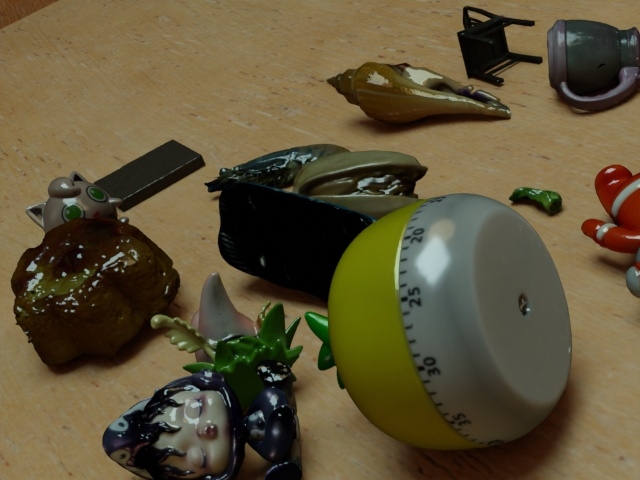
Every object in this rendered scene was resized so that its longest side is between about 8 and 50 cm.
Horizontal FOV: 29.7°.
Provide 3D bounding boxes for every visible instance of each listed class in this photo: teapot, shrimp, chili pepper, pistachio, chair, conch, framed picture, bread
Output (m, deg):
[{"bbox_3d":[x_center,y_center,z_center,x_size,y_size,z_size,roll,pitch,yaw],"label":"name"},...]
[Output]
[{"bbox_3d":[0.417,-0.274,1.824,0.146,0.116,0.148,-2,28,12],"label":"teapot"},{"bbox_3d":[-0.075,-0.081,1.881,0.262,0.051,0.198,-9,31,15],"label":"shrimp"},{"bbox_3d":[0.292,-0.058,1.620,0.034,0.030,0.091,-56,35,-8],"label":"chili pepper"},{"bbox_3d":[0.054,-0.061,1.702,0.206,0.129,0.131,-7,-13,16],"label":"pistachio"},{"bbox_3d":[0.270,-0.338,2.060,0.101,0.084,0.212,-28,29,-20],"label":"chair"},{"bbox_3d":[0.154,-0.226,1.955,0.330,0.093,0.109,19,27,23],"label":"conch"},{"bbox_3d":[-0.301,-0.116,2.119,0.168,0.023,0.128,-32,31,-19],"label":"framed picture"},{"bbox_3d":[-0.321,0.072,1.695,0.247,0.135,0.232,10,54,40],"label":"bread"}]

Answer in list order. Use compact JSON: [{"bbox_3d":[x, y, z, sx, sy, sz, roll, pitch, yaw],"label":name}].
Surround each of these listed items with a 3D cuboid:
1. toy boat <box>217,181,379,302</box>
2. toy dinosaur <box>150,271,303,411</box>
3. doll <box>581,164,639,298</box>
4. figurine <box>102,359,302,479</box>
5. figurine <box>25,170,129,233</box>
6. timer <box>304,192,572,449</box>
[{"bbox_3d":[0.000,0.000,1.604,0.299,0.134,0.092,18,22,34],"label":"toy boat"},{"bbox_3d":[-0.105,0.109,1.475,0.152,0.194,0.177,-33,51,-4],"label":"toy dinosaur"},{"bbox_3d":[0.412,-0.012,1.379,0.200,0.105,0.336,-18,28,7],"label":"doll"},{"bbox_3d":[-0.130,0.210,1.345,0.222,0.145,0.145,-5,31,6],"label":"figurine"},{"bbox_3d":[-0.387,-0.040,1.940,0.125,0.138,0.125,-47,-9,-9],"label":"figurine"},{"bbox_3d":[0.096,0.096,1.264,0.285,0.285,0.285,-16,29,9],"label":"timer"}]
